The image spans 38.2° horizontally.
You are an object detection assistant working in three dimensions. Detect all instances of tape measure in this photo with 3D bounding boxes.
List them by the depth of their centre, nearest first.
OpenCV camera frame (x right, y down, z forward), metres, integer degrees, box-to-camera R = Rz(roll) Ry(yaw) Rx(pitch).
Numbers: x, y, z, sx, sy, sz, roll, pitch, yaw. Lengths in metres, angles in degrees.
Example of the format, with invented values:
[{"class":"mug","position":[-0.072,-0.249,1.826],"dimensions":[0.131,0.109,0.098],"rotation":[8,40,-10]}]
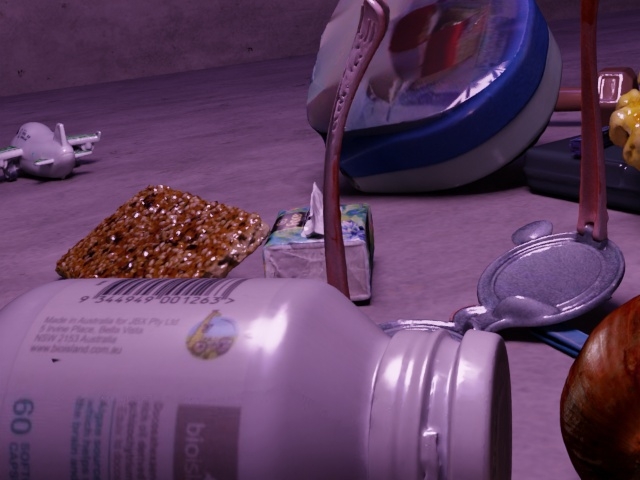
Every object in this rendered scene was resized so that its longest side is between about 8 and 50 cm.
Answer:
[{"class":"tape measure","position":[0.137,-0.185,1.048],"dimensions":[0.262,0.138,0.259],"rotation":[-2,57,28]}]

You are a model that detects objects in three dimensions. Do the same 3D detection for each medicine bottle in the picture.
[{"class":"medicine bottle","position":[-0.031,0.083,0.393],"dimensions":[0.215,0.135,0.135],"rotation":[0,17,17]}]

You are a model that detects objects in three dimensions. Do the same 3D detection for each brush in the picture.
[{"class":"brush","position":[0.181,0.074,0.563],"dimensions":[0.051,0.014,0.164],"rotation":[-11,16,-22]}]

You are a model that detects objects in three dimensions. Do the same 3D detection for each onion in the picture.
[{"class":"onion","position":[0.167,0.074,0.412],"dimensions":[0.117,0.119,0.118],"rotation":[7,21,25]}]

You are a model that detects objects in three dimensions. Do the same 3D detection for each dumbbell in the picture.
[{"class":"dumbbell","position":[0.327,-0.199,1.304],"dimensions":[0.230,0.092,0.082],"rotation":[4,-11,30]}]

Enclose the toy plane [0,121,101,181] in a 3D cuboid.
[{"class":"toy plane","position":[-0.401,-0.132,1.338],"dimensions":[0.173,0.080,0.174],"rotation":[-7,15,2]}]

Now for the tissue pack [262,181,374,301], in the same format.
[{"class":"tissue pack","position":[0.000,-0.001,0.759],"dimensions":[0.085,0.079,0.111],"rotation":[-5,16,7]}]

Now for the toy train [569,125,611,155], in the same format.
[{"class":"toy train","position":[0.282,-0.103,0.935],"dimensions":[0.083,0.017,0.017],"rotation":[-22,15,-38]}]

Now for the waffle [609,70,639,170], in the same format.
[{"class":"waffle","position":[0.392,-0.080,0.795],"dimensions":[0.309,0.065,0.283],"rotation":[-18,42,-27]}]

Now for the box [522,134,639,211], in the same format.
[{"class":"box","position":[0.337,-0.072,0.932],"dimensions":[0.160,0.050,0.230],"rotation":[-16,20,-30]}]

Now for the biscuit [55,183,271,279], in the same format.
[{"class":"biscuit","position":[-0.143,0.006,0.784],"dimensions":[0.131,0.025,0.231],"rotation":[-45,30,-20]}]

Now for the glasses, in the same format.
[{"class":"glasses","position":[0.090,-0.049,0.571],"dimensions":[0.234,0.268,0.118],"rotation":[-24,32,-25]}]
